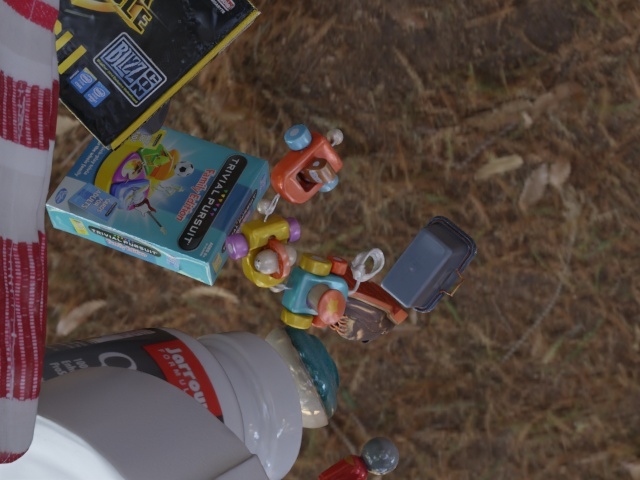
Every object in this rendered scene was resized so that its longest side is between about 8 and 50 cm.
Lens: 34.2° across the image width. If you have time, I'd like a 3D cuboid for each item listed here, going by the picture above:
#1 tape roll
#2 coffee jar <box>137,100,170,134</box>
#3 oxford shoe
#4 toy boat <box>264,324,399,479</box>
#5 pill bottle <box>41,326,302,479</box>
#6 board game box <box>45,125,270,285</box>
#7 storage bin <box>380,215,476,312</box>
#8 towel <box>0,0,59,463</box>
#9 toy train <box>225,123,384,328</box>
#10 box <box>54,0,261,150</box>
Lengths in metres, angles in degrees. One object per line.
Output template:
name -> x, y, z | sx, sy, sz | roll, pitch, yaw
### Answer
tape roll -> -0.150, 0.230, 0.689 | 0.286, 0.100, 0.286 | 6, 102, 32
coffee jar -> -0.313, -0.249, 1.760 | 0.079, 0.184, 0.096 | 12, 112, -29
oxford shoe -> 0.054, 0.109, 1.601 | 0.098, 0.097, 0.271 | -47, 151, 4
toy boat -> 0.010, 0.294, 1.866 | 0.148, 0.267, 0.318 | -27, 75, -7
pill bottle -> -0.205, 0.195, 0.996 | 0.210, 0.362, 0.210 | 7, 101, 44
board game box -> -0.299, -0.088, 1.950 | 0.335, 0.254, 0.079 | 19, 148, 13
storage bin -> 0.150, 0.041, 1.471 | 0.098, 0.091, 0.135 | 41, 106, 15
towel -> -0.167, -0.063, 0.444 | 0.037, 0.237, 0.329 | 1, 82, 8
toy train -> 0.000, 0.000, 0.795 | 0.125, 0.046, 0.166 | -41, 130, -13
box -> -0.276, -0.310, 1.280 | 0.257, 0.079, 0.322 | -43, 97, -2
